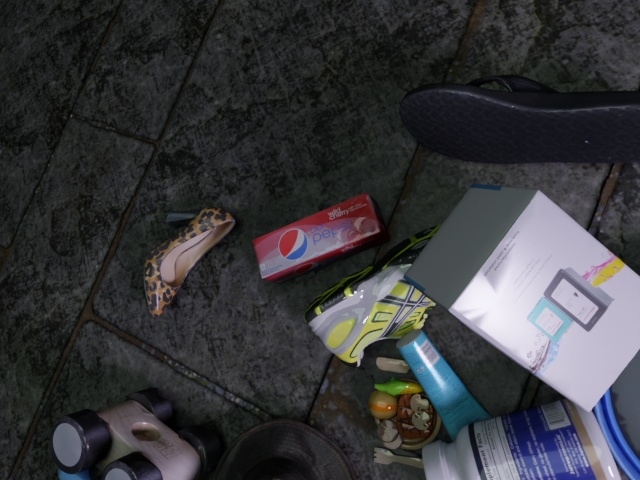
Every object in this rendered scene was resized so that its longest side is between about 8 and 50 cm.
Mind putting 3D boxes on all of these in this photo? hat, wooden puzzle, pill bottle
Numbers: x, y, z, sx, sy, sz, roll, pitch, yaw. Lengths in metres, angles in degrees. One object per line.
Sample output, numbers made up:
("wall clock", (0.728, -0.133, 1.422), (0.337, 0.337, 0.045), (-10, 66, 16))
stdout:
("hat", (-0.095, 0.485, 0.880), (0.331, 0.134, 0.331), (-5, 75, 21))
("wooden puzzle", (0.519, 0.204, 0.818), (0.083, 0.006, 0.049), (9, 81, 23))
("pill bottle", (0.304, 0.350, 0.790), (0.264, 0.153, 0.153), (-22, 71, 17))

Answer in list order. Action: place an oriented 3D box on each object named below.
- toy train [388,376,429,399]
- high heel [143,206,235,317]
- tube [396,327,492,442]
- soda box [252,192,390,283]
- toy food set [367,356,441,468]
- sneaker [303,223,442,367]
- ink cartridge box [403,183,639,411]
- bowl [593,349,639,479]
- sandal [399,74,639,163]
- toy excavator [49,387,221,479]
("toy train", (0.162, 0.279, 0.937), (0.083, 0.017, 0.024), (22, 96, 24))
("high heel", (-0.289, 0.045, 1.125), (0.186, 0.093, 0.261), (-1, 68, 28))
("tube", (0.208, 0.249, 0.872), (0.080, 0.052, 0.207), (-34, 94, 3))
("soda box", (0.000, 0.000, 1.031), (0.263, 0.083, 0.092), (-23, 70, 16))
("toy food set", (0.148, 0.312, 0.908), (0.132, 0.038, 0.192), (-1, 85, 24))
("sneaker", (0.163, 0.090, 0.937), (0.384, 0.145, 0.147), (-31, 95, 12))
("ink cartridge box", (0.310, 0.074, 0.765), (0.270, 0.198, 0.197), (36, 92, -13))
("bowl", (0.607, 0.230, 0.734), (0.391, 0.077, 0.391), (-4, 77, 19))
("sandal", (0.369, -0.222, 0.917), (0.445, 0.168, 0.107), (9, 56, 16))
("toy excavator", (-0.352, 0.587, 0.992), (0.432, 0.222, 0.445), (27, 102, 24))
